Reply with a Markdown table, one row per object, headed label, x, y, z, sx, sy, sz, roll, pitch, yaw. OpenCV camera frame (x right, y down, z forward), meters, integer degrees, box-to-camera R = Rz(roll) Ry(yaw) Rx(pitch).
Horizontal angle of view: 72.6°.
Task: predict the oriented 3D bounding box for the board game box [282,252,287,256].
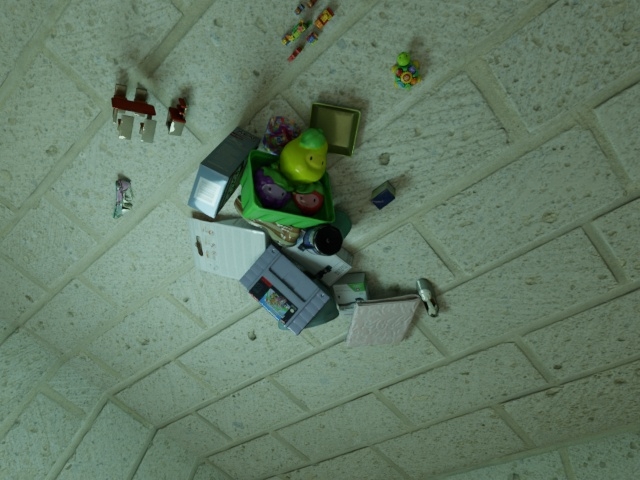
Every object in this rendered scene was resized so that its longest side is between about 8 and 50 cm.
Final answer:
| label | x | y | z | sx | sy | sz | roll | pitch | yaw |
| --- | --- | --- | --- | --- | --- | --- | --- | --- | --- |
| board game box | -0.193 | 0.147 | 2.048 | 0.026 | 0.103 | 0.154 | 18 | 124 | -1 |

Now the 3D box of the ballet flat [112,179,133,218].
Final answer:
| label | x | y | z | sx | sy | sz | roll | pitch | yaw |
| --- | --- | --- | --- | --- | --- | --- | --- | --- | --- |
| ballet flat | -0.903 | -0.180 | 1.996 | 0.079 | 0.077 | 0.222 | 10 | 127 | -19 |

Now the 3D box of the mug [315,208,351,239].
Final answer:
| label | x | y | z | sx | sy | sz | roll | pitch | yaw |
| --- | --- | --- | --- | --- | --- | --- | --- | --- | --- |
| mug | 0.056 | -0.076 | 1.847 | 0.157 | 0.097 | 0.129 | 31 | 155 | 15 |

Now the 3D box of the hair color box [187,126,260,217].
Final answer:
| label | x | y | z | sx | sy | sz | roll | pitch | yaw |
| --- | --- | --- | --- | --- | --- | --- | --- | --- | --- |
| hair color box | -0.354 | -0.265 | 1.639 | 0.113 | 0.374 | 0.185 | 26 | 124 | -6 |

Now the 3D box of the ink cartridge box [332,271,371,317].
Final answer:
| label | x | y | z | sx | sy | sz | roll | pitch | yaw |
| --- | --- | --- | --- | --- | --- | --- | --- | --- | --- |
| ink cartridge box | 0.155 | 0.261 | 2.066 | 0.153 | 0.087 | 0.209 | -7 | 123 | 16 |

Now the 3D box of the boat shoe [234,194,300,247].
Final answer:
| label | x | y | z | sx | sy | sz | roll | pitch | yaw |
| --- | --- | --- | --- | --- | --- | --- | --- | --- | --- |
| boat shoe | -0.215 | -0.105 | 1.852 | 0.324 | 0.122 | 0.120 | 35 | 119 | 8 |

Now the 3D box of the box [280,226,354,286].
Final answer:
| label | x | y | z | sx | sy | sz | roll | pitch | yaw |
| --- | --- | --- | --- | --- | --- | --- | --- | --- | --- |
| box | -0.011 | 0.059 | 1.964 | 0.290 | 0.087 | 0.169 | 38 | 122 | -15 |

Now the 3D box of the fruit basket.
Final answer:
| label | x | y | z | sx | sy | sz | roll | pitch | yaw |
| --- | --- | --- | --- | --- | --- | --- | --- | --- | --- |
| fruit basket | -0.088 | -0.226 | 1.630 | 0.391 | 0.283 | 0.392 | -7 | 158 | -3 |

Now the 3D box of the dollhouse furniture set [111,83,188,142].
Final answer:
| label | x | y | z | sx | sy | sz | roll | pitch | yaw |
| --- | --- | --- | --- | --- | --- | --- | --- | --- | --- |
| dollhouse furniture set | -0.645 | -0.492 | 1.641 | 0.259 | 0.262 | 0.135 | 3 | 130 | -33 |

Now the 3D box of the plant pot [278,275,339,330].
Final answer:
| label | x | y | z | sx | sy | sz | roll | pitch | yaw |
| --- | --- | --- | --- | --- | --- | --- | --- | --- | --- |
| plant pot | -0.073 | 0.278 | 2.031 | 0.292 | 0.293 | 0.196 | -10 | 94 | 17 |

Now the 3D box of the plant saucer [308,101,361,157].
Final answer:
| label | x | y | z | sx | sy | sz | roll | pitch | yaw |
| --- | --- | --- | --- | --- | --- | --- | --- | --- | --- |
| plant saucer | 0.049 | -0.425 | 1.655 | 0.188 | 0.045 | 0.189 | 12 | 125 | 3 |

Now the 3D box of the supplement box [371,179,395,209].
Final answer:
| label | x | y | z | sx | sy | sz | roll | pitch | yaw |
| --- | --- | --- | --- | --- | --- | --- | --- | --- | --- |
| supplement box | 0.253 | -0.182 | 1.753 | 0.083 | 0.083 | 0.056 | -36 | 110 | 29 |

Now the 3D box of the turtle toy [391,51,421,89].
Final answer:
| label | x | y | z | sx | sy | sz | roll | pitch | yaw |
| --- | --- | --- | --- | --- | --- | --- | --- | --- | --- |
| turtle toy | 0.292 | -0.579 | 1.491 | 0.095 | 0.066 | 0.130 | -8 | 121 | 16 |

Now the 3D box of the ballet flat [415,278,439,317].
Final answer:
| label | x | y | z | sx | sy | sz | roll | pitch | yaw |
| --- | --- | --- | --- | --- | --- | --- | --- | --- | --- |
| ballet flat | 0.501 | 0.272 | 2.017 | 0.072 | 0.068 | 0.213 | -19 | 117 | 22 |

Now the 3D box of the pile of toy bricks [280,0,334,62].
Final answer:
| label | x | y | z | sx | sy | sz | roll | pitch | yaw |
| --- | --- | --- | --- | --- | --- | --- | --- | --- | --- |
| pile of toy bricks | -0.062 | -0.702 | 1.454 | 0.212 | 0.105 | 0.118 | -37 | 110 | 29 |

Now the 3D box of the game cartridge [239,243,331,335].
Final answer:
| label | x | y | z | sx | sy | sz | roll | pitch | yaw |
| --- | --- | --- | --- | --- | --- | --- | --- | --- | --- |
| game cartridge | -0.159 | 0.215 | 1.892 | 0.355 | 0.068 | 0.230 | 41 | 85 | 10 |

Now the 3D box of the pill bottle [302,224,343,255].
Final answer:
| label | x | y | z | sx | sy | sz | roll | pitch | yaw |
| --- | --- | --- | --- | --- | --- | --- | --- | --- | --- |
| pill bottle | 0.000 | 0.000 | 1.764 | 0.122 | 0.219 | 0.123 | 0 | 91 | -17 |

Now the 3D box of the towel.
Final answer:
| label | x | y | z | sx | sy | sz | roll | pitch | yaw |
| --- | --- | --- | --- | --- | --- | --- | --- | --- | --- |
| towel | 0.289 | 0.385 | 2.071 | 0.316 | 0.053 | 0.332 | -2 | 134 | -14 |

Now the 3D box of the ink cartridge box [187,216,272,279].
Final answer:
| label | x | y | z | sx | sy | sz | roll | pitch | yaw |
| --- | --- | --- | --- | --- | --- | --- | --- | --- | --- |
| ink cartridge box | -0.415 | 0.034 | 2.042 | 0.384 | 0.091 | 0.308 | 12 | 126 | 13 |

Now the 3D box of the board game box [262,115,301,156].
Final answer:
| label | x | y | z | sx | sy | sz | roll | pitch | yaw |
| --- | --- | --- | --- | --- | --- | --- | --- | --- | --- |
| board game box | -0.159 | -0.403 | 1.718 | 0.133 | 0.033 | 0.169 | 23 | 124 | -5 |
